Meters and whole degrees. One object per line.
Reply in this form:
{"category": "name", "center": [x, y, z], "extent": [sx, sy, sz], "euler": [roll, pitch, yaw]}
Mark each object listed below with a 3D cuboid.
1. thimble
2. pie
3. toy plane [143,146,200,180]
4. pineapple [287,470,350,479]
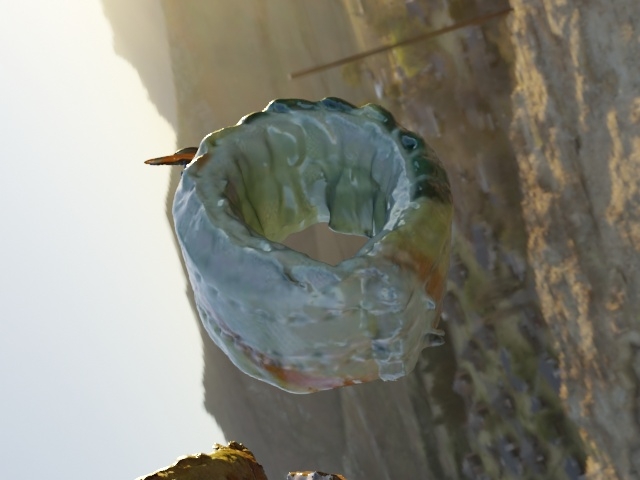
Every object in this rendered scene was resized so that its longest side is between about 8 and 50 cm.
{"category": "thimble", "center": [0.000, 0.000, 0.827], "extent": [0.288, 0.254, 0.167], "euler": [53, 159, 41]}
{"category": "pie", "center": [-0.062, 0.149, 0.459], "extent": [0.088, 0.033, 0.191], "euler": [44, -161, 20]}
{"category": "toy plane", "center": [-0.130, -0.090, 1.075], "extent": [0.135, 0.188, 0.062], "euler": [3, 107, 50]}
{"category": "pineapple", "center": [-0.017, 0.324, 0.681], "extent": [0.158, 0.278, 0.158], "euler": [28, 172, 4]}
